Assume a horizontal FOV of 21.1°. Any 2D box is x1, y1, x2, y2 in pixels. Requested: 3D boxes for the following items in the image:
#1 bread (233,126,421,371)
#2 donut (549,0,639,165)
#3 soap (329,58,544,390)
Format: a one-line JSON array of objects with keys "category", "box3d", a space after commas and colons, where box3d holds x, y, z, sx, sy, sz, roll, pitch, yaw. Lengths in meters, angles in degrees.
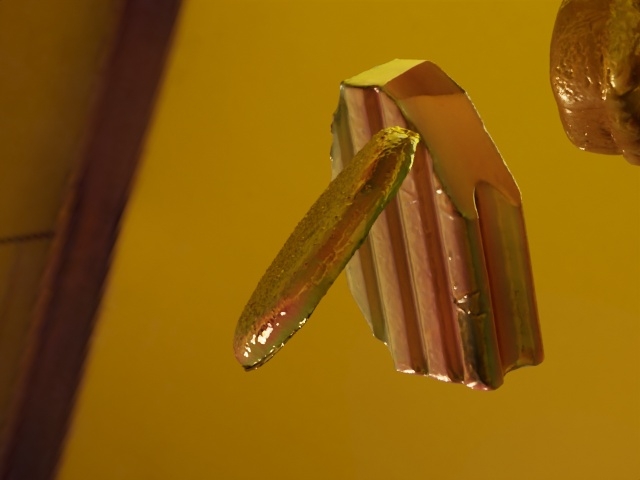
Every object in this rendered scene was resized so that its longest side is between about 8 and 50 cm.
[{"category": "bread", "box3d": [0.000, 0.000, 1.324, 0.228, 0.033, 0.228, -51, -172, 10]}, {"category": "donut", "box3d": [0.373, -0.223, 2.168, 0.261, 0.128, 0.208, 66, 36, -53]}, {"category": "soap", "box3d": [0.112, -0.019, 1.770, 0.109, 0.193, 0.324, -27, 113, -39]}]
